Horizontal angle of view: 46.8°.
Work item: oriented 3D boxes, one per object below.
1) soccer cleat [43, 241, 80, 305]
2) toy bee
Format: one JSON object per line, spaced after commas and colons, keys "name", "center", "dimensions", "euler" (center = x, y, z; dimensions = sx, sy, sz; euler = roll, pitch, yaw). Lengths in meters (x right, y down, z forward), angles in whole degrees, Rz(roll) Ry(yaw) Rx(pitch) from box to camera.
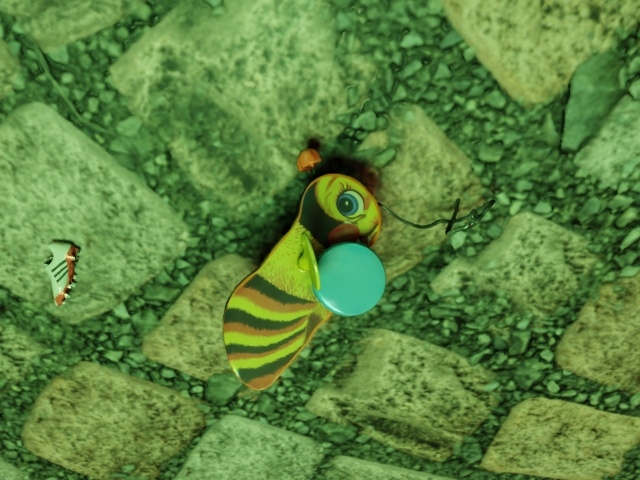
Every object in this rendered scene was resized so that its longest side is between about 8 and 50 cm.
{"name": "soccer cleat", "center": [-0.293, 0.037, 0.830], "dimensions": [0.036, 0.029, 0.083], "euler": [19, 121, -3]}
{"name": "toy bee", "center": [0.000, 0.000, 0.746], "dimensions": [0.162, 0.298, 0.195], "euler": [52, 151, -2]}
